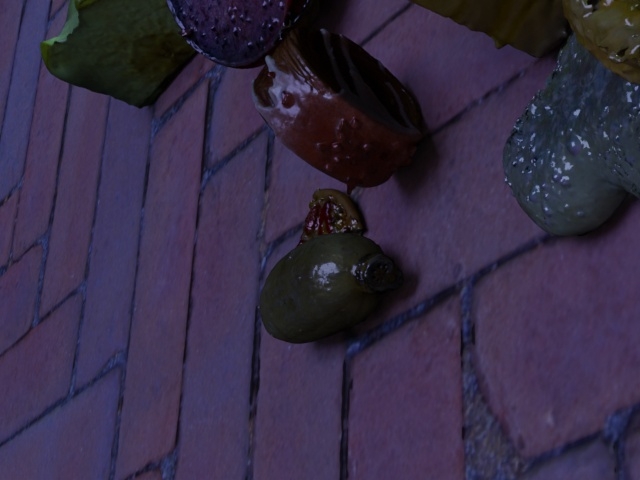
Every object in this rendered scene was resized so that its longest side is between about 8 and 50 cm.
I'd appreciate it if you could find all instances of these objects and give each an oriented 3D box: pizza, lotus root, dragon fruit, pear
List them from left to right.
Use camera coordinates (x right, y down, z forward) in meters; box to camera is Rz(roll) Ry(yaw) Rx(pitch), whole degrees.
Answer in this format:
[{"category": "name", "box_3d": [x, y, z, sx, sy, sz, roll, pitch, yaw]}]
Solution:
[{"category": "pear", "box_3d": [-0.239, -0.353, 1.911, 0.286, 0.176, 0.282, -39, 39, 45]}, {"category": "dragon fruit", "box_3d": [-0.055, -0.300, 1.596, 0.224, 0.148, 0.218, -18, 88, 47]}, {"category": "lotus root", "box_3d": [0.005, 0.039, 1.306, 0.183, 0.077, 0.090, -24, 53, 57]}, {"category": "pizza", "box_3d": [0.008, -0.012, 1.388, 0.099, 0.029, 0.100, -16, 60, 57]}]

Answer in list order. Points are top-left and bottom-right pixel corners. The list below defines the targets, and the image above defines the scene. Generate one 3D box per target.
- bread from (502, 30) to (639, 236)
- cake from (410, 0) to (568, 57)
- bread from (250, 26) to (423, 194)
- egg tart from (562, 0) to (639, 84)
[{"category": "bread", "box_3d": [0.209, -0.094, 1.031, 0.232, 0.064, 0.172, -14, 63, 57]}, {"category": "cake", "box_3d": [0.078, -0.311, 1.164, 0.227, 0.286, 0.222, -63, 28, 15]}, {"category": "bread", "box_3d": [0.015, -0.117, 1.303, 0.073, 0.160, 0.160, -48, 34, 23]}, {"category": "egg tart", "box_3d": [0.270, -0.213, 0.916, 0.288, 0.118, 0.288, -35, 43, 41]}]
